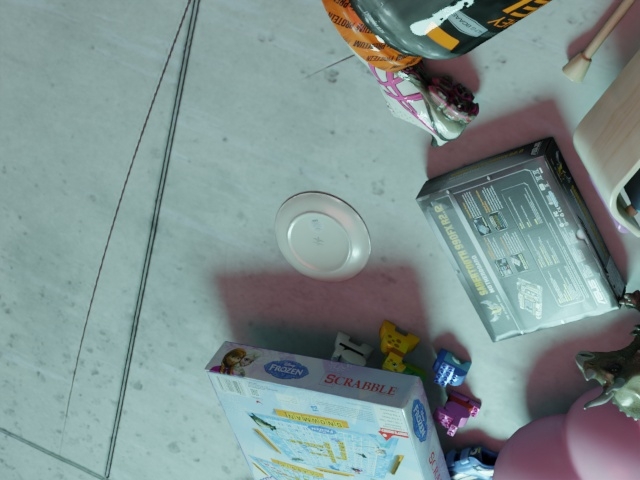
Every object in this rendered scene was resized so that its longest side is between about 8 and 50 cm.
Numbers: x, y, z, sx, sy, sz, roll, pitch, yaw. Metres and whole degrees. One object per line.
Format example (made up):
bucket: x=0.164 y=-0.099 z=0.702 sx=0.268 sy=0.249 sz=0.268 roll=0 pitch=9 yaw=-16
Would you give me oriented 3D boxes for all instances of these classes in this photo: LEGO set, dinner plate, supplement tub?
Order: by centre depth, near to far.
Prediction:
supplement tub: x=0.170 y=-0.326 z=1.240 sx=0.338 sy=0.207 sz=0.207 roll=-29 pitch=105 yaw=35
dinner plate: x=0.000 y=0.000 z=1.630 sx=0.141 sy=0.017 sz=0.141 roll=10 pitch=121 yaw=17
LEGO set: x=0.118 y=0.185 z=1.641 sx=0.227 sy=0.093 sz=0.087 roll=26 pitch=126 yaw=7

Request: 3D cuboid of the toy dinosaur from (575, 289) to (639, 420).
toy dinosaur: x=0.450 y=0.132 z=1.413 sx=0.314 sy=0.160 sz=0.121 roll=-9 pitch=137 yaw=2

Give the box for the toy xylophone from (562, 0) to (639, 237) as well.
toy xylophone: x=0.377 y=-0.174 z=1.265 sx=0.081 sy=0.236 sz=0.322 roll=17 pitch=134 yaw=-28

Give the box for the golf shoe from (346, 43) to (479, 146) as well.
golf shoe: x=0.098 y=-0.186 z=1.442 sx=0.186 sy=0.067 sz=0.086 roll=40 pitch=128 yaw=-3

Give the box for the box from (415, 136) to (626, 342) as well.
box: x=0.253 y=0.004 z=1.496 sx=0.183 sy=0.056 sz=0.231 roll=-19 pitch=110 yaw=32

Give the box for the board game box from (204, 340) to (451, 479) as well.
board game box: x=0.023 y=0.298 z=1.704 sx=0.319 sy=0.066 sz=0.318 roll=8 pitch=134 yaw=30

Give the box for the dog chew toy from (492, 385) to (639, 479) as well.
dog chew toy: x=0.379 y=0.279 z=1.529 sx=0.206 sy=0.206 sz=0.332 roll=42 pitch=118 yaw=-5

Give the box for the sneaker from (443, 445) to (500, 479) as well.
sneaker: x=0.209 y=0.321 z=1.711 sx=0.144 sy=0.053 sz=0.059 roll=3 pitch=118 yaw=14
